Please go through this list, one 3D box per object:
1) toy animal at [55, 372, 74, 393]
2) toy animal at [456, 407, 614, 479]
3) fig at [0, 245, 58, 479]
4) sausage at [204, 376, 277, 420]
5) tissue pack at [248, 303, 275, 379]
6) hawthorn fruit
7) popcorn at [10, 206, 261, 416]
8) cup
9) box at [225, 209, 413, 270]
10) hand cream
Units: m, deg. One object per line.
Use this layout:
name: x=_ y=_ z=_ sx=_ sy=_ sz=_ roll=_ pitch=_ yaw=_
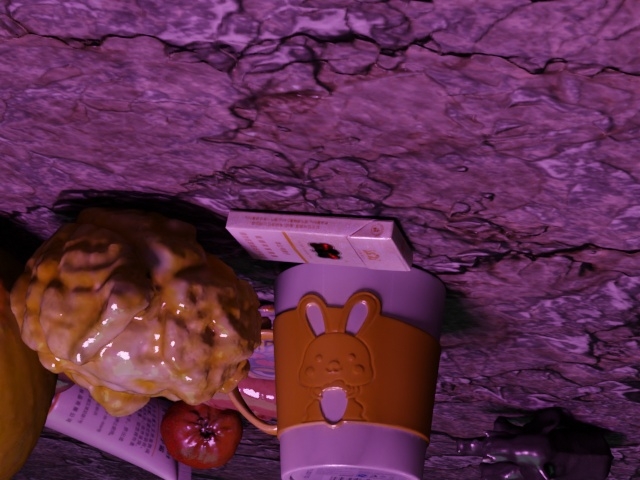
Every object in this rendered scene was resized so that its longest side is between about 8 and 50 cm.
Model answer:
toy animal: x=-0.278 y=0.120 z=1.893 sx=0.186 sy=0.094 sz=0.214 roll=29 pitch=136 yaw=-17
toy animal: x=0.290 y=0.277 z=2.098 sx=0.245 sy=0.115 sz=0.146 roll=-3 pitch=180 yaw=-39
fig: x=-0.436 y=0.137 z=1.695 sx=0.343 sy=0.343 sz=0.343 roll=9 pitch=161 yaw=3
sausage: x=-0.199 y=0.160 z=1.997 sx=0.433 sy=0.088 sz=0.088 roll=11 pitch=161 yaw=4
tissue pack: x=-0.068 y=0.122 z=1.866 sx=0.108 sy=0.060 sz=0.148 roll=0 pitch=160 yaw=24
hawthorn fruit: x=-0.178 y=0.280 z=2.307 sx=0.128 sy=0.128 sz=0.128 roll=9 pitch=161 yaw=3
popcorn: x=-0.181 y=0.072 z=1.565 sx=0.256 sy=0.195 sz=0.255 roll=13 pitch=163 yaw=-9
cup: x=0.010 y=0.144 z=1.634 sx=0.241 sy=0.226 sz=0.185 roll=-4 pitch=158 yaw=16
box: x=0.000 y=0.000 z=1.531 sx=0.167 sy=0.024 sz=0.090 roll=4 pitch=160 yaw=18
hand cream: x=-0.311 y=0.252 z=2.308 sx=0.314 sy=0.140 sz=0.089 roll=28 pitch=135 yaw=-27
